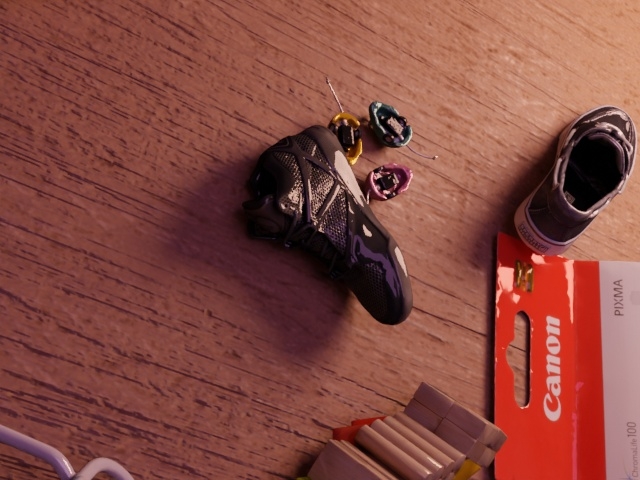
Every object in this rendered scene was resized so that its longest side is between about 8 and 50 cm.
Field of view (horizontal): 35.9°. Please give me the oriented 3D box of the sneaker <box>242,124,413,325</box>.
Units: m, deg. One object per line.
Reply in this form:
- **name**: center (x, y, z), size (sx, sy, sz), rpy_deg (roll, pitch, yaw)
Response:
- **sneaker**: center (0.000, 0.000, 1.012), size (0.130, 0.087, 0.227), rpy_deg (-26, 86, -35)

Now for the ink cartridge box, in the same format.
- **ink cartridge box**: center (0.382, 0.167, 1.199), size (0.385, 0.091, 0.308), rpy_deg (18, 64, -28)

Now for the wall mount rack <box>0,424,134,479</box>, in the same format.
- **wall mount rack**: center (-0.243, 0.225, 0.684), size (0.304, 0.130, 0.350), rpy_deg (61, 9, -3)

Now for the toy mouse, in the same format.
- **toy mouse**: center (0.069, -0.098, 1.122), size (0.143, 0.031, 0.161), rpy_deg (2, 73, -32)

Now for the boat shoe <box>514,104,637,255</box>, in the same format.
- **boat shoe**: center (0.345, -0.100, 1.243), size (0.108, 0.102, 0.301), rpy_deg (43, 49, 5)

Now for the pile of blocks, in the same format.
- **pile of blocks**: center (0.034, 0.244, 0.951), size (0.112, 0.149, 0.362), rpy_deg (32, 33, 32)
